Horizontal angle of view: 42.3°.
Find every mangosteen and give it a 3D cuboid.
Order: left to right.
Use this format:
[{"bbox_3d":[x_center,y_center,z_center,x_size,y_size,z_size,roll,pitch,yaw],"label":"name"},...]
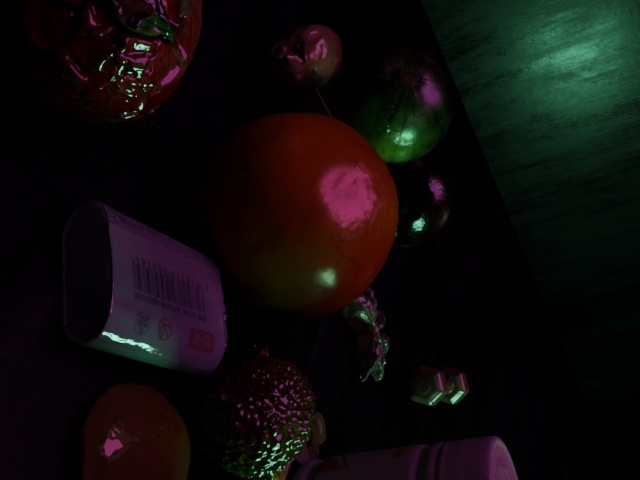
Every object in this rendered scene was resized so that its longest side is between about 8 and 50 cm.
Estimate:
[{"bbox_3d":[0.166,-0.088,1.818,0.265,0.228,0.228,-19,92,-37],"label":"mangosteen"}]

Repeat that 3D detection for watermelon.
[{"bbox_3d":[0.152,-0.276,1.694,0.242,0.242,0.242,47,34,-46],"label":"watermelon"}]

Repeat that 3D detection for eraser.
[{"bbox_3d":[-0.211,0.065,1.016,0.227,0.081,0.174,32,42,-56],"label":"eraser"}]

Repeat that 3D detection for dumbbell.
[{"bbox_3d":[0.274,0.336,1.914,0.231,0.092,0.082,19,85,-62],"label":"dumbbell"}]

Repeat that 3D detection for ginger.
[{"bbox_3d":[-0.020,-0.364,1.677,0.267,0.138,0.152,20,61,-68],"label":"ginger"}]

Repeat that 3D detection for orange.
[{"bbox_3d":[-0.033,-0.038,1.215,0.312,0.312,0.312,47,34,-46],"label":"orange"}]

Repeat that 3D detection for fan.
[{"bbox_3d":[-0.040,0.320,1.309,0.153,0.008,0.227,64,25,-24],"label":"fan"}]

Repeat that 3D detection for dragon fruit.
[{"bbox_3d":[-0.250,-0.266,0.963,0.244,0.244,0.299,50,16,-42],"label":"dragon fruit"}]

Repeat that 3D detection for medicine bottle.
[{"bbox_3d":[0.130,0.409,1.229,0.202,0.315,0.202,-13,90,-68],"label":"medicine bottle"}]

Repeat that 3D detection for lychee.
[{"bbox_3d":[-0.079,0.228,1.085,0.171,0.171,0.171,47,34,-46],"label":"lychee"}]

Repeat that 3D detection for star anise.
[{"bbox_3d":[0.100,0.177,1.658,0.172,0.063,0.208,11,64,-66],"label":"star anise"}]

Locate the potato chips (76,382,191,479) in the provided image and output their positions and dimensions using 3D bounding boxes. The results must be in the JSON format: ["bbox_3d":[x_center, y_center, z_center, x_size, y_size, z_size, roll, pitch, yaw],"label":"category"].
[{"bbox_3d":[-0.202,0.238,0.956,0.201,0.049,0.150,37,46,-63],"label":"potato chips"}]

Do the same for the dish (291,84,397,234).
[{"bbox_3d":[0.016,-0.123,1.572,0.324,0.124,0.324,60,5,-8],"label":"dish"}]

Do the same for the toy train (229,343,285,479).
[{"bbox_3d":[-0.086,0.273,1.190,0.085,0.053,0.250,43,36,-63],"label":"toy train"}]
